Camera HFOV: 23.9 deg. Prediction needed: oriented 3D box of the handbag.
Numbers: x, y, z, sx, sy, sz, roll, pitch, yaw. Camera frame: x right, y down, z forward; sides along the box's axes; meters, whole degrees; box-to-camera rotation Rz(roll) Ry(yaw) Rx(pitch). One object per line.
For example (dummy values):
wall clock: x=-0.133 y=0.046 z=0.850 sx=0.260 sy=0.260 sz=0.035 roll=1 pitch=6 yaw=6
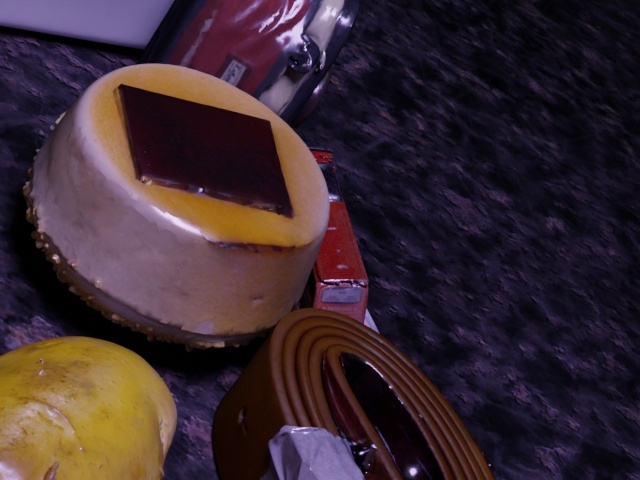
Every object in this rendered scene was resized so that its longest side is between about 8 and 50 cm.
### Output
handbag: x=-0.077 y=-0.197 z=1.615 sx=0.181 sy=0.254 sz=0.181 roll=28 pitch=21 yaw=-18

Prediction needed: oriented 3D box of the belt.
belt: x=0.038 y=0.211 z=1.285 sx=0.217 sy=0.122 sz=0.338 roll=10 pitch=38 yaw=-37

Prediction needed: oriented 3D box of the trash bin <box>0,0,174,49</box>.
trash bin: x=-0.232 y=-0.365 z=1.689 sx=0.368 sy=0.296 sz=0.256 roll=-1 pitch=46 yaw=-36

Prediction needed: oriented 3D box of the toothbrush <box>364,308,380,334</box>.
toothbrush: x=0.069 y=0.136 z=1.509 sx=0.028 sy=0.037 sz=0.375 roll=-3 pitch=44 yaw=-30

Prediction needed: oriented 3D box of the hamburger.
hamburger: x=-0.132 y=-0.025 z=1.409 sx=0.302 sy=0.170 sz=0.302 roll=22 pitch=37 yaw=-17

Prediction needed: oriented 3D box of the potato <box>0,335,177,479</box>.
potato: x=-0.209 y=0.165 z=1.092 sx=0.173 sy=0.140 sz=0.300 roll=30 pitch=24 yaw=7

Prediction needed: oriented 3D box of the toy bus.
toy bus: x=0.000 y=0.000 z=1.554 sx=0.073 sy=0.096 sz=0.235 roll=1 pitch=41 yaw=-13
